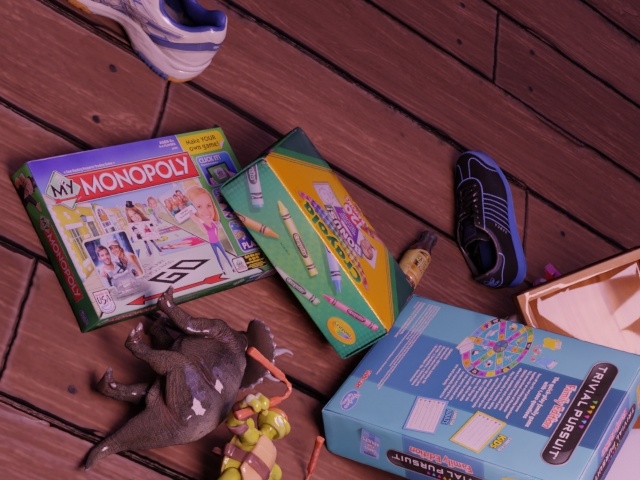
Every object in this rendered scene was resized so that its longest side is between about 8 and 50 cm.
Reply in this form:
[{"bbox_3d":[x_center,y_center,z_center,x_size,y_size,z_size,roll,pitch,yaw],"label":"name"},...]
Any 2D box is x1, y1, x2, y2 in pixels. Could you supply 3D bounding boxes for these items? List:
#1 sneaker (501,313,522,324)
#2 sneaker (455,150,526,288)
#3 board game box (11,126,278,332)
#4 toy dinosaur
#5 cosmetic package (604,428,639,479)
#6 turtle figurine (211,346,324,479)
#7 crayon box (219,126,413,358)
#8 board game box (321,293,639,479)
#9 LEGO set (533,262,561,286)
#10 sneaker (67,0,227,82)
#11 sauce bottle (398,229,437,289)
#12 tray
[{"bbox_3d":[0.247,0.194,1.873,0.232,0.090,0.115,-33,90,-46],"label":"sneaker"},{"bbox_3d":[0.247,-0.037,2.026,0.090,0.081,0.232,5,61,-47],"label":"sneaker"},{"bbox_3d":[-0.206,-0.022,1.656,0.317,0.046,0.213,-17,76,-45],"label":"board game box"},{"bbox_3d":[-0.153,0.159,1.523,0.160,0.121,0.313,33,40,6],"label":"toy dinosaur"},{"bbox_3d":[0.481,0.477,1.609,0.393,0.330,0.327,65,36,-31],"label":"cosmetic package"},{"bbox_3d":[-0.090,0.260,1.502,0.217,0.087,0.269,-61,151,-34],"label":"turtle figurine"},{"bbox_3d":[0.000,0.000,1.740,0.278,0.081,0.165,55,24,-7],"label":"crayon box"},{"bbox_3d":[0.211,0.209,1.666,0.254,0.336,0.079,-48,142,-41],"label":"board game box"},{"bbox_3d":[0.392,0.155,2.021,0.227,0.093,0.087,52,-2,38],"label":"LEGO set"},{"bbox_3d":[-0.250,-0.350,1.772,0.296,0.131,0.111,37,47,-14],"label":"sneaker"},{"bbox_3d":[0.137,0.031,1.917,0.042,0.042,0.128,43,45,-10],"label":"sauce bottle"},{"bbox_3d":[0.443,0.233,1.884,0.076,0.203,0.410,90,-21,-89],"label":"tray"}]
